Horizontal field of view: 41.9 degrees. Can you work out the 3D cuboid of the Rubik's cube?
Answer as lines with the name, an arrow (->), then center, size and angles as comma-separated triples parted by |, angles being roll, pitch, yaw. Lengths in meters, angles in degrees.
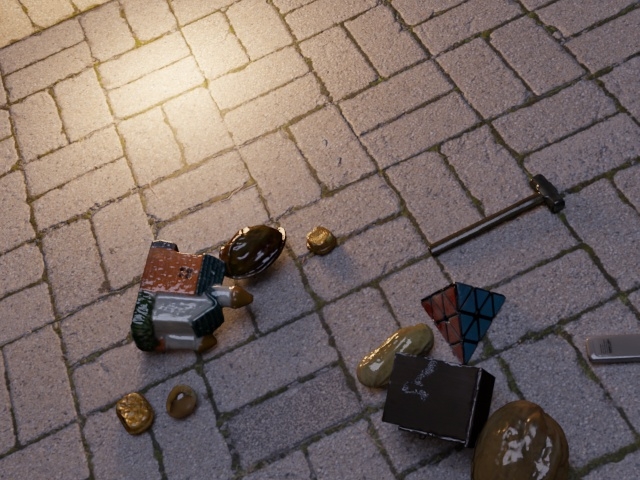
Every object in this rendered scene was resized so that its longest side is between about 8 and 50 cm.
Rubik's cube -> 0.357, 0.150, 2.035 | 0.178, 0.211, 0.190 | -15, 24, -23

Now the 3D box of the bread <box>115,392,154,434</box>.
bread -> -0.459, 0.428, 2.069 | 0.083, 0.044, 0.111 | -36, 51, -13

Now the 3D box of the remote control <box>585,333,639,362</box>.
remote control -> 0.734, 0.242, 1.881 | 0.261, 0.029, 0.067 | -4, 54, 10

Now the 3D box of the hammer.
hammer -> 0.446, -0.054, 2.168 | 0.366, 0.043, 0.111 | -26, 53, -2

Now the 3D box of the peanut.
peanut -> 0.180, 0.273, 1.973 | 0.214, 0.090, 0.098 | -39, 61, -13

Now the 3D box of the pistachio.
pistachio -> -0.183, 0.023, 2.234 | 0.210, 0.130, 0.165 | -32, 49, -18

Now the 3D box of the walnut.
walnut -> 0.410, 0.454, 1.712 | 0.198, 0.198, 0.244 | 17, 68, 26

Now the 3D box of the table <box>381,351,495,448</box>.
table -> 0.258, 0.352, 1.819 | 0.193, 0.169, 0.172 | 9, 79, 23

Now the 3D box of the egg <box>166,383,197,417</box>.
egg -> -0.342, 0.395, 2.045 | 0.071, 0.071, 0.083 | 34, 82, 33

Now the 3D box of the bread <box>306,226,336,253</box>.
bread -> 0.000, 0.000, 2.250 | 0.083, 0.046, 0.081 | -3, 49, 16

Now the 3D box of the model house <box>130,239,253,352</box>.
model house -> -0.319, 0.160, 2.158 | 0.301, 0.190, 0.271 | 5, 58, 6
